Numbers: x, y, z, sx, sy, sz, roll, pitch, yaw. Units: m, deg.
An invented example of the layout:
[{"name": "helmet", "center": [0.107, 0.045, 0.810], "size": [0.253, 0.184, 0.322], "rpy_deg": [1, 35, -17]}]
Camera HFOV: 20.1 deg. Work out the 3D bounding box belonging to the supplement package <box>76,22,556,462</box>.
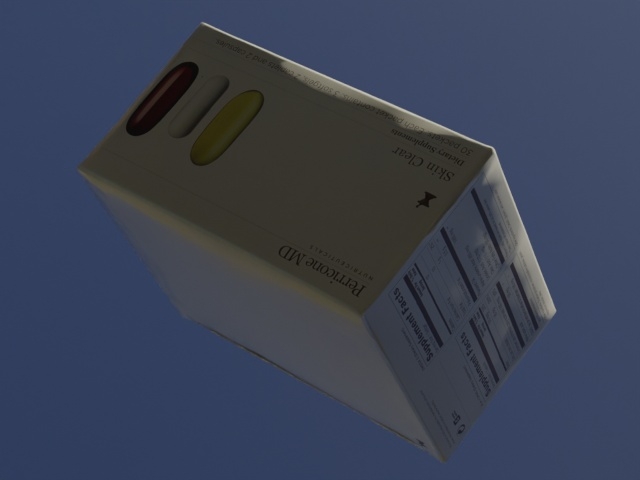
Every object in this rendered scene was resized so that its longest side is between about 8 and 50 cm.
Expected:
[{"name": "supplement package", "center": [0.000, 0.000, 1.249], "size": [0.262, 0.204, 0.145], "rpy_deg": [26, -111, 33]}]
